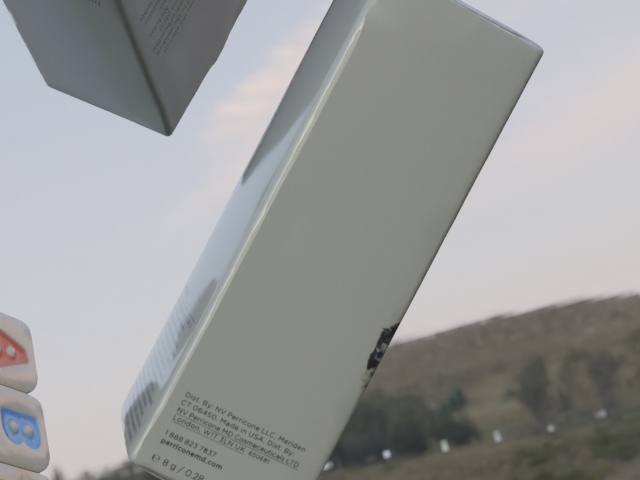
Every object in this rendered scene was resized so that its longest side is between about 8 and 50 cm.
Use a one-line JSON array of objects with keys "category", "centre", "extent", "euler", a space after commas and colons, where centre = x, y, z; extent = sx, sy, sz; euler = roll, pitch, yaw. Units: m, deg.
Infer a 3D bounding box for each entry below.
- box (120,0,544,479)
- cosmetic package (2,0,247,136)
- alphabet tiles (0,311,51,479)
[{"category": "box", "centre": [0.000, 0.000, 0.802], "extent": [0.094, 0.275, 0.113], "euler": [28, 4, -12]}, {"category": "cosmetic package", "centre": [-0.195, -0.316, 1.461], "extent": [0.162, 0.230, 0.453], "euler": [22, -20, 15]}, {"category": "alphabet tiles", "centre": [-0.248, 0.087, 0.905], "extent": [0.021, 0.284, 0.278], "euler": [-27, -31, 21]}]
